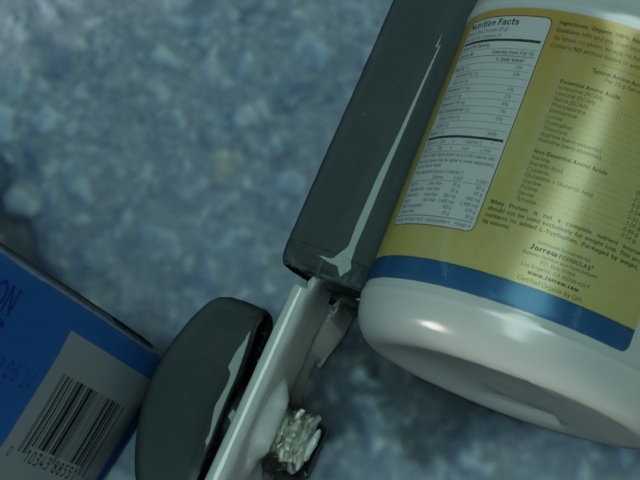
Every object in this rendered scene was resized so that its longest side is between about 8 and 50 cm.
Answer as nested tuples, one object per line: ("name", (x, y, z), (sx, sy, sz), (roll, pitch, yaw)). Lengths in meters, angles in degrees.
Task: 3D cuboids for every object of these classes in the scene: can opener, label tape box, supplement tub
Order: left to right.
("label tape box", (-0.258, -0.008, 0.751), (0.334, 0.240, 0.106), (29, 83, 19))
("can opener", (0.000, 0.000, 0.778), (0.093, 0.074, 0.280), (24, 80, 19))
("supplement tub", (0.113, -0.027, 0.721), (0.144, 0.144, 0.199), (18, 79, 18))
